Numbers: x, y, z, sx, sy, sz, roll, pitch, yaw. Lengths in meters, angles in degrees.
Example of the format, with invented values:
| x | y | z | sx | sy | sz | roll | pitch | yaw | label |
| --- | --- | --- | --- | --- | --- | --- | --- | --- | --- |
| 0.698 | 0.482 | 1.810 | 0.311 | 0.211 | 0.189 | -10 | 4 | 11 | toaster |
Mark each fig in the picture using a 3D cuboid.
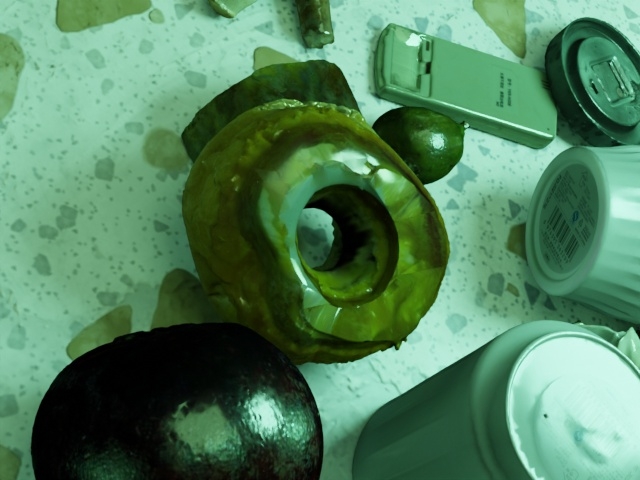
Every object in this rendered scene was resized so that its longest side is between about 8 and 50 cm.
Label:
| x | y | z | sx | sy | sz | roll | pitch | yaw | label |
| --- | --- | --- | --- | --- | --- | --- | --- | --- | --- |
| 0.149 | -0.130 | 1.625 | 0.177 | 0.117 | 0.117 | -9 | 71 | -52 | fig |

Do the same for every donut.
| x | y | z | sx | sy | sz | roll | pitch | yaw | label |
| --- | --- | --- | --- | --- | --- | --- | --- | --- | --- |
| 0.000 | 0.000 | 1.400 | 0.330 | 0.160 | 0.330 | -6 | 103 | -24 | donut |

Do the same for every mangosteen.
| x | y | z | sx | sy | sz | roll | pitch | yaw | label |
| --- | --- | --- | --- | --- | --- | --- | --- | --- | --- |
| -0.134 | 0.226 | 1.216 | 0.300 | 0.300 | 0.300 | 10 | 64 | -22 | mangosteen |

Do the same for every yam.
| x | y | z | sx | sy | sz | roll | pitch | yaw | label |
| --- | --- | --- | --- | --- | --- | --- | --- | --- | --- |
| -0.028 | -0.378 | 1.667 | 0.056 | 0.057 | 0.241 | -7 | 73 | -28 | yam |

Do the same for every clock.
| x | y | z | sx | sy | sz | roll | pitch | yaw | label |
| --- | --- | --- | --- | --- | --- | --- | --- | --- | --- |
| 0.424 | -0.232 | 1.804 | 0.215 | 0.042 | 0.215 | 17 | 59 | -32 | clock |

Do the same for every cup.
| x | y | z | sx | sy | sz | roll | pitch | yaw | label |
| --- | --- | --- | --- | --- | --- | --- | --- | --- | --- |
| 0.489 | 0.002 | 1.632 | 0.371 | 0.253 | 0.253 | 9 | 65 | -21 | cup |
| 0.200 | 0.277 | 1.327 | 0.237 | 0.327 | 0.323 | 16 | 64 | -19 | cup |

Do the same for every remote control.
| x | y | z | sx | sy | sz | roll | pitch | yaw | label |
| --- | --- | --- | --- | --- | --- | --- | --- | --- | --- |
| 0.209 | -0.221 | 1.727 | 0.285 | 0.038 | 0.123 | 13 | 62 | -18 | remote control |

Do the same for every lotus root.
| x | y | z | sx | sy | sz | roll | pitch | yaw | label |
| --- | --- | --- | --- | --- | --- | --- | --- | --- | --- |
| -0.044 | -0.142 | 1.520 | 0.235 | 0.138 | 0.119 | -21 | 68 | -26 | lotus root |

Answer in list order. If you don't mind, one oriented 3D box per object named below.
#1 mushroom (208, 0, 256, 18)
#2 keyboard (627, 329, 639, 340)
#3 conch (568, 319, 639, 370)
| x | y | z | sx | sy | sz | roll | pitch | yaw | label |
| --- | --- | --- | --- | --- | --- | --- | --- | --- | --- |
| -0.063 | -0.362 | 1.615 | 0.202 | 0.054 | 0.059 | -31 | 92 | -12 | mushroom |
| 0.520 | 0.144 | 1.640 | 0.204 | 0.061 | 0.013 | 6 | 71 | 11 | keyboard |
| 0.346 | 0.246 | 1.516 | 0.275 | 0.182 | 0.149 | -57 | 143 | -35 | conch |
